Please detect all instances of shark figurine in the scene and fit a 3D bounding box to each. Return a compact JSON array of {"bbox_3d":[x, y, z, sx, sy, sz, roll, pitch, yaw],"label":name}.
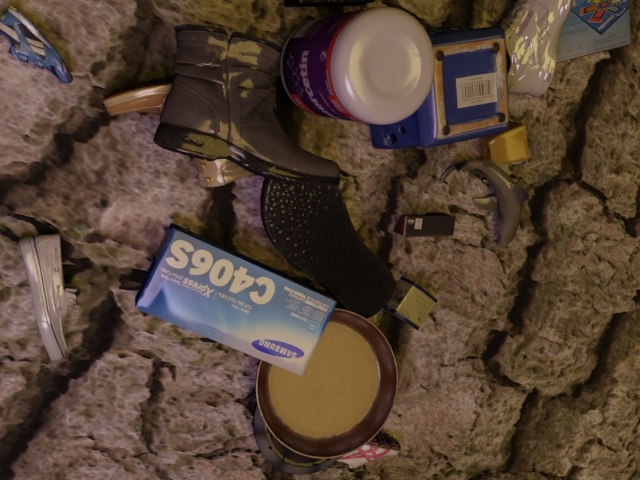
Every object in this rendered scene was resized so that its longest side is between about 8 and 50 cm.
[{"bbox_3d":[0.408,-0.119,1.510,0.278,0.116,0.166,43,81,-29],"label":"shark figurine"}]

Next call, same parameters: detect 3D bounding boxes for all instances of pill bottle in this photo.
[{"bbox_3d":[0.044,-0.302,1.170,0.182,0.323,0.181,-6,105,-24],"label":"pill bottle"}]

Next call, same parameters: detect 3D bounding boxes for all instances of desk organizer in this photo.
[{"bbox_3d":[0.228,-0.036,1.477,0.130,0.050,0.047,-2,103,-25],"label":"desk organizer"}]

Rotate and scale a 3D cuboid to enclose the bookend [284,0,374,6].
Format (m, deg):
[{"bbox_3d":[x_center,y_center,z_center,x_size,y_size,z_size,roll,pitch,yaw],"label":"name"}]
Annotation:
[{"bbox_3d":[0.013,-0.519,1.244,0.156,0.072,0.157,-10,106,-24],"label":"bookend"}]

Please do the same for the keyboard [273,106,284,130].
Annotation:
[{"bbox_3d":[-0.146,-0.260,1.262,0.108,0.023,0.180,-33,113,-14],"label":"keyboard"}]

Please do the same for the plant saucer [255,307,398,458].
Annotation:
[{"bbox_3d":[0.012,0.296,1.409,0.311,0.050,0.310,1,87,-18],"label":"plant saucer"}]

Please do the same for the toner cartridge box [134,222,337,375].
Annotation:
[{"bbox_3d":[-0.159,0.115,1.282,0.348,0.075,0.165,25,92,-16],"label":"toner cartridge box"}]

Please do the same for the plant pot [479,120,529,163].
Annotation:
[{"bbox_3d":[0.407,-0.214,1.505,0.083,0.081,0.081,-19,111,-7],"label":"plant pot"}]

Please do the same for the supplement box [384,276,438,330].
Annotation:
[{"bbox_3d":[0.201,0.141,1.505,0.083,0.056,0.083,36,86,-28],"label":"supplement box"}]

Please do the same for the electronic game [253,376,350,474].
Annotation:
[{"bbox_3d":[-0.032,0.387,1.443,0.229,0.048,0.229,0,88,-17],"label":"electronic game"}]

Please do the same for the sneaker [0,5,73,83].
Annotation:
[{"bbox_3d":[-0.464,-0.305,1.084,0.059,0.053,0.144,-45,108,-10],"label":"sneaker"}]

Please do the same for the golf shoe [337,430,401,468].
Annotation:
[{"bbox_3d":[0.093,0.479,1.537,0.186,0.067,0.086,9,105,-17],"label":"golf shoe"}]

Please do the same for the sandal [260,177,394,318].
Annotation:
[{"bbox_3d":[-0.001,0.003,1.363,0.167,0.107,0.445,-44,129,-11],"label":"sandal"}]

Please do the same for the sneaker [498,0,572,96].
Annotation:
[{"bbox_3d":[0.440,-0.462,1.425,0.152,0.114,0.305,2,107,-9],"label":"sneaker"}]

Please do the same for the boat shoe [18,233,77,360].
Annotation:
[{"bbox_3d":[-0.460,0.099,1.167,0.076,0.083,0.226,-14,107,-21],"label":"boat shoe"}]

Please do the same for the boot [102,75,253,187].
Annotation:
[{"bbox_3d":[-0.238,-0.189,1.198,0.262,0.095,0.203,-13,114,-17],"label":"boot"}]

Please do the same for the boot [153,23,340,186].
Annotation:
[{"bbox_3d":[-0.094,-0.222,1.121,0.338,0.118,0.222,15,91,-24],"label":"boot"}]

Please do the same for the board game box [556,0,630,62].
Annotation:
[{"bbox_3d":[0.604,-0.500,1.553,0.281,0.027,0.145,-18,110,-20],"label":"board game box"}]

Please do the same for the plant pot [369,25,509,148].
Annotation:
[{"bbox_3d":[0.238,-0.303,1.326,0.236,0.212,0.236,-14,107,-22],"label":"plant pot"}]
